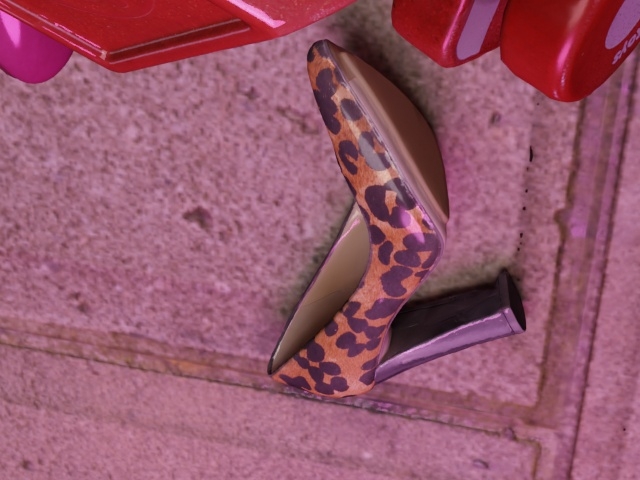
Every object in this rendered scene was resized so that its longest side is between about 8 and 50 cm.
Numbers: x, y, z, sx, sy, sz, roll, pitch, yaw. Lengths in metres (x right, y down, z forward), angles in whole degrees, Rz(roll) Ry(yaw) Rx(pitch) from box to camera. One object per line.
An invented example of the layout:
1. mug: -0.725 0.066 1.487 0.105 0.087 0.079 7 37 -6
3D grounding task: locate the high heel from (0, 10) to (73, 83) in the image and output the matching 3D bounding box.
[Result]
1. high heel: -0.119 -0.252 0.765 0.181 0.127 0.377 13 123 21

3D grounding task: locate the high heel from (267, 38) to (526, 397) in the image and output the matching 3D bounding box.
1. high heel: 0.000 0.000 0.922 0.186 0.093 0.261 -20 125 20

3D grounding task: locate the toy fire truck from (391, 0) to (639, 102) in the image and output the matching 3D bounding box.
1. toy fire truck: 0.131 -0.222 0.651 0.169 0.254 0.302 35 129 20

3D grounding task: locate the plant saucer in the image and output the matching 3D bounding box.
1. plant saucer: -0.136 -0.151 0.657 0.258 0.047 0.259 28 169 -26
